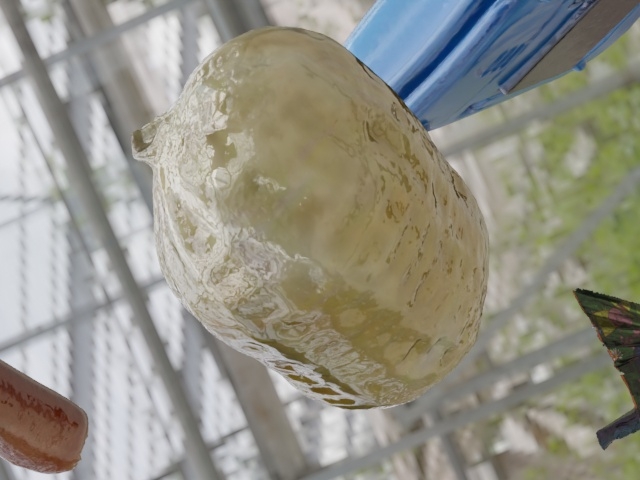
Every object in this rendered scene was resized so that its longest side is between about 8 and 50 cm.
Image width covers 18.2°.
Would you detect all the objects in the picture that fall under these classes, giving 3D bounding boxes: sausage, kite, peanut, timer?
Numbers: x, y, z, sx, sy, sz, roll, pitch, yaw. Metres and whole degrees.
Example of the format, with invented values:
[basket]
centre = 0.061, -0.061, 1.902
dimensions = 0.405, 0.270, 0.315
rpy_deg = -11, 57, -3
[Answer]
[sausage]
centre = -0.351, 0.151, 2.028
dimensions = 0.300, 0.089, 0.083
rpy_deg = 40, 172, -38
[kite]
centre = 0.383, 0.164, 2.070
dimensions = 0.321, 0.234, 0.016
rpy_deg = 64, 159, -5
[peanut]
centre = 0.000, 0.000, 0.856
dimensions = 0.224, 0.129, 0.129
rpy_deg = 52, -165, -48
[timer]
centre = 0.185, -0.218, 1.699
dimensions = 0.115, 0.309, 0.340
rpy_deg = 57, 143, 11
